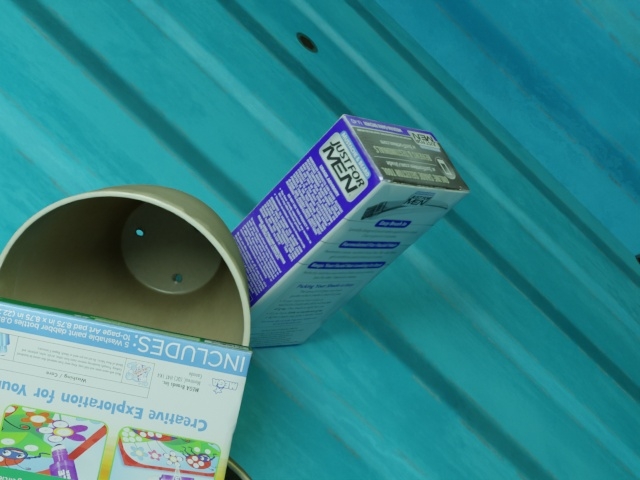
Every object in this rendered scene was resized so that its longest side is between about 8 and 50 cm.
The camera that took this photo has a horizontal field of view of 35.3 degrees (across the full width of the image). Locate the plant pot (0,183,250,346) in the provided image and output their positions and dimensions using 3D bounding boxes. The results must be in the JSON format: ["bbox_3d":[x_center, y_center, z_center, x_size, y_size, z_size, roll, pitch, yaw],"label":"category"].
[{"bbox_3d":[-0.187,0.040,1.100,0.256,0.256,0.274,42,14,-8],"label":"plant pot"}]

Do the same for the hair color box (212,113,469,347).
[{"bbox_3d":[0.000,0.000,1.255,0.185,0.339,0.110,3,52,-51],"label":"hair color box"}]

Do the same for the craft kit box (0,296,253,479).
[{"bbox_3d":[-0.193,0.172,0.710,0.250,0.246,0.061,13,-4,-5],"label":"craft kit box"}]

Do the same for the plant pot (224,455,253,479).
[{"bbox_3d":[-0.168,0.270,0.834,0.284,0.284,0.191,45,-3,-4],"label":"plant pot"}]
